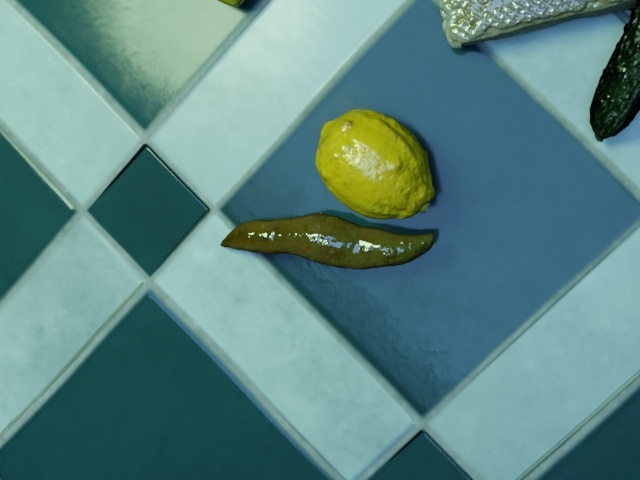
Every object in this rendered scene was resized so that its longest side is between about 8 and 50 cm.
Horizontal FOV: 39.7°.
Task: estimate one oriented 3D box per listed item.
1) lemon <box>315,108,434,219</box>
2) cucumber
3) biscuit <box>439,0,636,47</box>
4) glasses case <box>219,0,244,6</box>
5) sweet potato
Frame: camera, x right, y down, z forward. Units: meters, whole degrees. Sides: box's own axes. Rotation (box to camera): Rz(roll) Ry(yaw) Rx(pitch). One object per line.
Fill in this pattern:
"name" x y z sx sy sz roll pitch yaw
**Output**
"lemon" 0.064 -0.085 1.017 0.155 0.114 0.114 37 102 2
"cucumber" 0.348 -0.212 0.937 0.067 0.067 0.245 23 131 9
"biscuit" 0.249 -0.289 0.984 0.239 0.062 0.108 -11 95 14
"glasses case" -0.070 -0.389 1.041 0.079 0.064 0.234 34 101 6
"sweet potato" 0.000 0.000 1.067 0.274 0.067 0.067 4 96 18
